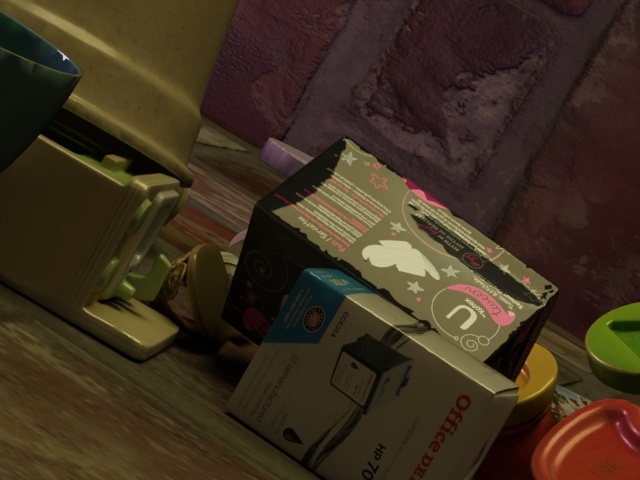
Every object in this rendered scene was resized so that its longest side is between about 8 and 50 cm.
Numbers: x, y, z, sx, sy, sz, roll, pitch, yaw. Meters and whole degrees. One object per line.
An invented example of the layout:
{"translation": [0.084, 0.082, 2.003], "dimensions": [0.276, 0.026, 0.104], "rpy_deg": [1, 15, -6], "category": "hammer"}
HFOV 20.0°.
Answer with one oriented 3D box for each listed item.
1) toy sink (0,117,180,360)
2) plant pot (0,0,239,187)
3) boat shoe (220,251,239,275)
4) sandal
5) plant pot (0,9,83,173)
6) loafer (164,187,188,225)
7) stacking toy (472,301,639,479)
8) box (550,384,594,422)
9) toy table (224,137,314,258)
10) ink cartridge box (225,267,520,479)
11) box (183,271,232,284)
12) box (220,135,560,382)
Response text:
{"translation": [-0.206, -0.019, 1.538], "dimensions": [0.234, 0.131, 0.153], "rpy_deg": [31, 7, 4], "category": "toy sink"}
{"translation": [-0.197, -0.259, 1.659], "dimensions": [0.333, 0.305, 0.334], "rpy_deg": [27, -4, 2], "category": "plant pot"}
{"translation": [-0.088, 0.043, 2.022], "dimensions": [0.100, 0.035, 0.035], "rpy_deg": [33, 0, -44], "category": "boat shoe"}
{"translation": [-0.122, 0.055, 1.708], "dimensions": [0.079, 0.088, 0.240], "rpy_deg": [0, -8, 13], "category": "sandal"}
{"translation": [-0.348, -0.109, 1.318], "dimensions": [0.290, 0.195, 0.290], "rpy_deg": [30, 6, -3], "category": "plant pot"}
{"translation": [-0.206, -0.076, 2.096], "dimensions": [0.092, 0.102, 0.268], "rpy_deg": [34, 2, -30], "category": "loafer"}
{"translation": [0.281, 0.192, 1.689], "dimensions": [0.279, 0.130, 0.309], "rpy_deg": [-18, 29, -15], "category": "stacking toy"}
{"translation": [0.310, 0.235, 2.124], "dimensions": [0.233, 0.044, 0.159], "rpy_deg": [26, 19, -29], "category": "box"}
{"translation": [0.000, 0.000, 2.173], "dimensions": [0.274, 0.161, 0.252], "rpy_deg": [26, 7, -36], "category": "toy table"}
{"translation": [0.042, 0.129, 1.469], "dimensions": [0.190, 0.140, 0.082], "rpy_deg": [32, 9, 21], "category": "ink cartridge box"}
{"translation": [-0.057, 0.076, 1.924], "dimensions": [0.116, 0.029, 0.162], "rpy_deg": [34, 7, 40], "category": "box"}
{"translation": [0.056, 0.058, 1.612], "dimensions": [0.247, 0.163, 0.142], "rpy_deg": [37, 47, 17], "category": "box"}
